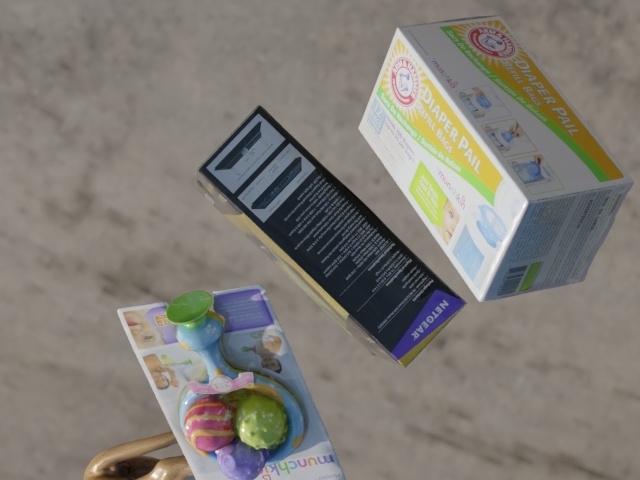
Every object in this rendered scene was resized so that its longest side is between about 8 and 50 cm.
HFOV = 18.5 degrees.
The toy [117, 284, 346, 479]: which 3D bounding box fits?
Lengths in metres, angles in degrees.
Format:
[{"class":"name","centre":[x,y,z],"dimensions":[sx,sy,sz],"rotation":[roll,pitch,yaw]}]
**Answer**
[{"class":"toy","centre":[-0.079,0.152,1.715],"dimensions":[0.137,0.056,0.237],"rotation":[-10,121,17]}]

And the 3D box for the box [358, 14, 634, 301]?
[{"class":"box","centre":[0.132,-0.068,1.529],"dimensions":[0.203,0.103,0.114],"rotation":[56,142,34]}]

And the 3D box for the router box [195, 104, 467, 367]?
[{"class":"router box","centre":[0.000,0.000,1.772],"dimensions":[0.243,0.081,0.309],"rotation":[43,177,-1]}]

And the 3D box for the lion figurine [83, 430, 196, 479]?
[{"class":"lion figurine","centre":[-0.166,0.326,2.005],"dimensions":[0.240,0.142,0.392],"rotation":[0,110,24]}]
